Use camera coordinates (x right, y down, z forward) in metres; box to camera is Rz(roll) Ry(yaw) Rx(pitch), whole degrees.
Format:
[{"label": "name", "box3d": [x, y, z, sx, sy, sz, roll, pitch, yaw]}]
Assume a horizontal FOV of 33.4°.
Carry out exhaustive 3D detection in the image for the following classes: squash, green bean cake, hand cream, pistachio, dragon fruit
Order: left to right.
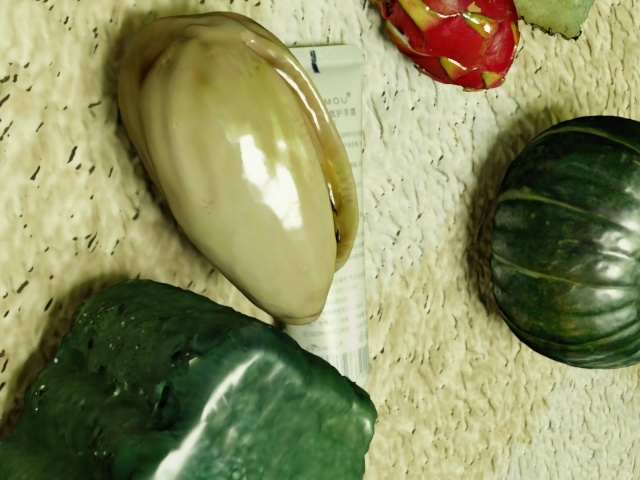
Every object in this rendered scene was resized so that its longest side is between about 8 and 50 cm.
[{"label": "green bean cake", "box3d": [-0.073, 0.211, 0.684, 0.308, 0.169, 0.300, 38, 78, -40]}, {"label": "pistachio", "box3d": [-0.048, -0.044, 0.665, 0.129, 0.131, 0.206, -51, 125, -48]}, {"label": "hand cream", "box3d": [0.000, 0.000, 0.770, 0.095, 0.059, 0.276, -10, 103, -34]}, {"label": "dragon fruit", "box3d": [0.073, -0.177, 0.766, 0.190, 0.094, 0.094, 29, 82, -29]}, {"label": "squash", "box3d": [0.232, 0.005, 0.886, 0.218, 0.172, 0.218, 5, 90, -72]}]

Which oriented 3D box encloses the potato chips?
[{"label": "potato chips", "box3d": [0.190, -0.227, 0.892, 0.209, 0.026, 0.142, -40, 120, -29]}]
